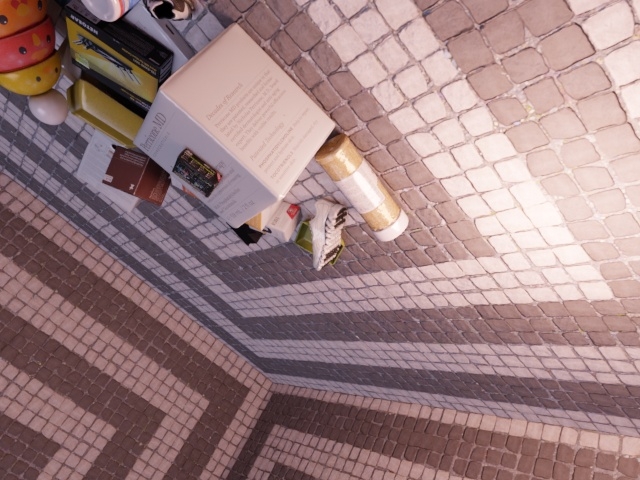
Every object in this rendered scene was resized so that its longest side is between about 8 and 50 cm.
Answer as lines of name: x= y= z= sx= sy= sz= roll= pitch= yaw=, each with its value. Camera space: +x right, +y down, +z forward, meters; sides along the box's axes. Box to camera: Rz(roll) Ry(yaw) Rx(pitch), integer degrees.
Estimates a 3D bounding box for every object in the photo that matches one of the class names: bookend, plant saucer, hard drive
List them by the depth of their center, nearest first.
hard drive: x=-0.542 y=-0.598 z=1.501 sx=0.307 sy=0.040 sz=0.203 roll=-5 pitch=135 yaw=46
plant saucer: x=-0.762 y=-0.435 z=1.759 sx=0.332 sy=0.081 sz=0.332 roll=33 pitch=169 yaw=-34
plant saucer: x=0.000 y=0.000 z=1.901 sx=0.188 sy=0.045 sz=0.188 roll=30 pitch=150 yaw=2
bookend: x=-0.294 y=-0.055 z=2.058 sx=0.157 sy=0.072 sz=0.156 roll=-3 pitch=137 yaw=44

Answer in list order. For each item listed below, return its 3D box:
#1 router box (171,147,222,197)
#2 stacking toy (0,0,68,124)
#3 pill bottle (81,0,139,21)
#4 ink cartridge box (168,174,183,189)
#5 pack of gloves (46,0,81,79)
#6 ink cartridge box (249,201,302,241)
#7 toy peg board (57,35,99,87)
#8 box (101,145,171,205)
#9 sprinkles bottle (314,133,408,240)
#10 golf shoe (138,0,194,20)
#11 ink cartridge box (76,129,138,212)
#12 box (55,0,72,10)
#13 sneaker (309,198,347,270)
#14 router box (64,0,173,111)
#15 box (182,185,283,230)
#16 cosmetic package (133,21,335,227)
router box: x=-0.329 y=-0.178 z=1.282 sx=0.122 sy=0.038 sz=0.092 roll=38 pitch=149 yaw=-11
stacking toy: x=-0.939 y=-0.590 z=1.519 sx=0.350 sy=0.351 sz=0.480 roll=14 pitch=140 yaw=27
pill bottle: x=-0.481 y=-0.650 z=1.183 sx=0.124 sy=0.222 sz=0.124 roll=23 pitch=149 yaw=15
ink cartridge box: x=-0.537 y=-0.259 z=1.952 sx=0.143 sy=0.092 sz=0.090 roll=27 pitch=150 yaw=7
pack of gloves: x=-0.864 y=-0.673 z=1.587 sx=0.195 sy=0.046 sz=0.232 roll=41 pitch=132 yaw=-2
ink cartridge box: x=-0.177 y=-0.089 z=1.847 sx=0.175 sy=0.127 sz=0.072 roll=20 pitch=151 yaw=21
toy peg board: x=-0.834 y=-0.630 z=1.704 sx=0.160 sy=0.079 sz=0.161 roll=-26 pitch=119 yaw=38
box: x=-0.745 y=-0.263 z=1.988 sx=0.168 sy=0.167 sz=0.203 roll=21 pitch=177 yaw=15
sprinkles bottle: x=0.130 y=-0.155 z=1.472 sx=0.121 sy=0.121 sz=0.355 roll=-7 pitch=133 yaw=48
golf shoe: x=-0.440 y=-0.638 z=1.278 sx=0.198 sy=0.094 sz=0.077 roll=21 pitch=131 yaw=10
ink cartridge box: x=-0.943 y=-0.339 z=2.251 sx=0.308 sy=0.091 sz=0.385 roll=39 pitch=133 yaw=-12
box: x=-0.701 y=-0.731 z=1.434 sx=0.175 sy=0.051 sz=0.220 roll=44 pitch=148 yaw=-23
sneaker: x=0.012 y=-0.022 z=1.758 sx=0.118 sy=0.110 sz=0.292 roll=29 pitch=126 yaw=22
router box: x=-0.619 y=-0.563 z=1.489 sx=0.308 sy=0.081 sz=0.243 roll=32 pitch=151 yaw=-7
box: x=-0.317 y=-0.221 z=1.734 sx=0.345 sy=0.168 sz=0.215 roll=27 pitch=150 yaw=9
cosmetic package: x=-0.247 y=-0.308 z=1.380 sx=0.393 sy=0.327 sz=0.329 roll=42 pitch=149 yaw=-16
